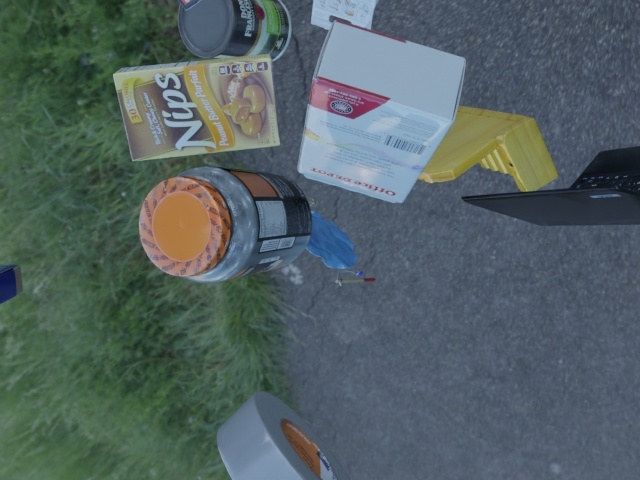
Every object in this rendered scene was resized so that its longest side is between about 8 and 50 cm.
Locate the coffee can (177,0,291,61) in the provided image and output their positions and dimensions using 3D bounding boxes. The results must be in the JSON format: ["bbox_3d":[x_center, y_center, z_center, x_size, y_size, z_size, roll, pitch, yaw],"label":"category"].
[{"bbox_3d":[-0.241,-0.624,1.656,0.201,0.275,0.202,8,106,30],"label":"coffee can"}]

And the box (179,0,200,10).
[{"bbox_3d":[-0.217,-0.411,0.747,0.036,0.114,0.207,-28,120,16],"label":"box"}]

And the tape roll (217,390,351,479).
[{"bbox_3d":[-0.040,0.312,0.785,0.072,0.219,0.219,-43,98,-1],"label":"tape roll"}]

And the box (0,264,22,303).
[{"bbox_3d":[-0.375,0.057,0.490,0.136,0.225,0.037,-1,97,-3],"label":"box"}]

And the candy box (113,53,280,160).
[{"bbox_3d":[-0.250,-0.281,1.208,0.316,0.087,0.183,-7,114,-4],"label":"candy box"}]

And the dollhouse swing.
[{"bbox_3d":[0.394,-0.202,1.603,0.315,0.305,0.347,49,168,-36],"label":"dollhouse swing"}]

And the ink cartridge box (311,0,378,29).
[{"bbox_3d":[0.071,-0.583,1.290,0.181,0.056,0.225,31,132,29],"label":"ink cartridge box"}]

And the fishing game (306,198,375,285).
[{"bbox_3d":[0.000,0.000,1.234,0.041,0.189,0.264,-50,61,25],"label":"fishing game"}]

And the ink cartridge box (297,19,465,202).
[{"bbox_3d":[0.051,-0.118,0.575,0.127,0.072,0.175,16,159,-2],"label":"ink cartridge box"}]

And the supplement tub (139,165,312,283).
[{"bbox_3d":[-0.155,-0.030,1.006,0.193,0.316,0.194,1,94,22],"label":"supplement tub"}]

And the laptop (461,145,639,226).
[{"bbox_3d":[0.360,-0.091,0.718,0.136,0.264,0.234,52,160,-18],"label":"laptop"}]
